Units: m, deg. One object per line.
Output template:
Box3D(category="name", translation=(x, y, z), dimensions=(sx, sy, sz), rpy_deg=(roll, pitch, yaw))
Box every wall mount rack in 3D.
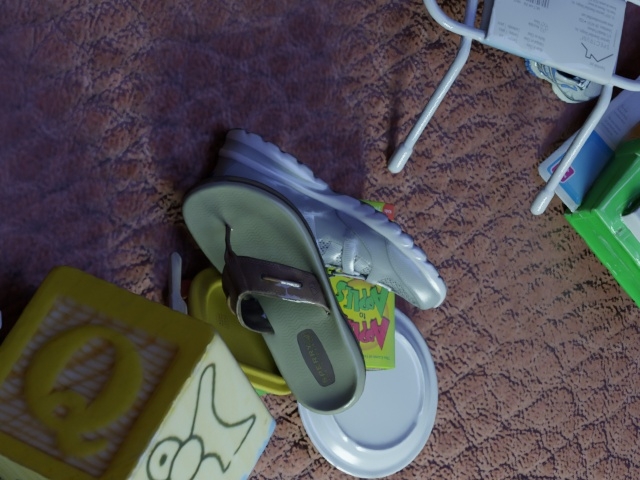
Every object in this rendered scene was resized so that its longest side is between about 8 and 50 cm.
Box3D(category="wall mount rack", translation=(0.223, -0.202, 2.082), dimensions=(0.350, 0.130, 0.304), rpy_deg=(15, 82, -27))

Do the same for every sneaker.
Box3D(category="sneaker", translation=(0.306, -0.200, 2.229), dimensions=(0.135, 0.058, 0.052), rpy_deg=(21, 81, -43))
Box3D(category="sneaker", translation=(0.000, 0.000, 1.908), dimensions=(0.281, 0.105, 0.115), rpy_deg=(32, 89, -4))

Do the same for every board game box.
Box3D(category="board game box", translation=(0.032, 0.047, 1.985), dimensions=(0.092, 0.043, 0.181), rpy_deg=(7, 78, -37))

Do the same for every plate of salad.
Box3D(category="plate of salad", translation=(0.047, 0.163, 2.035), dimensions=(0.200, 0.048, 0.200), rpy_deg=(6, 79, -36))

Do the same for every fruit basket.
Box3D(category="fruit basket", translation=(0.494, -0.076, 2.270), dimensions=(0.353, 0.165, 0.327), rpy_deg=(-40, 97, -6))

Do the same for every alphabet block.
Box3D(category="alphabet block", translation=(-0.184, 0.169, 1.692), dimensions=(0.192, 0.193, 0.197), rpy_deg=(-60, 152, -21))

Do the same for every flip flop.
Box3D(category="flip flop", translation=(-0.046, 0.059, 1.833), dimensions=(0.277, 0.112, 0.080), rpy_deg=(63, 24, -11))

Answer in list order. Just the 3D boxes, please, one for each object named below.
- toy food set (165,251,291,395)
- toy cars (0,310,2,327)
Box3D(category="toy food set", translation=(-0.108, 0.098, 1.883), dimensions=(0.218, 0.071, 0.128), rpy_deg=(25, 46, -47))
Box3D(category="toy cars", translation=(-0.383, 0.154, 1.615), dimensions=(0.176, 0.087, 0.393), rpy_deg=(45, 65, -36))
